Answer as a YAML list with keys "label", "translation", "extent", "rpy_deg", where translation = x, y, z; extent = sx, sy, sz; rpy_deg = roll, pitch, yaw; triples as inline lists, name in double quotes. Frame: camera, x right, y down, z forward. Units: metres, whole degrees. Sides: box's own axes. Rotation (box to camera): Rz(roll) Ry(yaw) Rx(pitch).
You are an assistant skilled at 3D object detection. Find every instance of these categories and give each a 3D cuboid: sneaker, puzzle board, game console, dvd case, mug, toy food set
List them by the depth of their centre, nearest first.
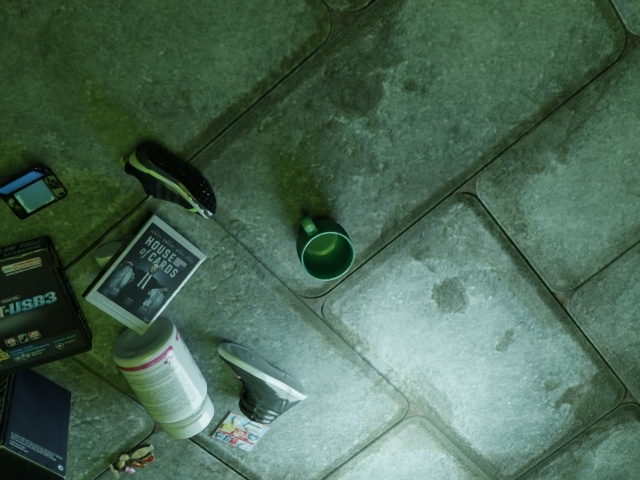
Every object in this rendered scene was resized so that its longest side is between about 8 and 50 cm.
- label: "game console"
  translation: [-0.614, -0.097, 1.587]
  extent: [0.122, 0.071, 0.107]
  rpy_deg: [-27, 121, 2]
- label: "sneaker"
  translation: [-0.332, -0.124, 1.655]
  extent: [0.097, 0.084, 0.235]
  rpy_deg: [-30, 123, 31]
- label: "dvd case"
  translation: [-0.393, 0.077, 1.703]
  extent: [0.238, 0.030, 0.179]
  rpy_deg: [-52, 129, -6]
- label: "mug"
  translation: [0.008, 0.003, 1.782]
  extent: [0.130, 0.097, 0.157]
  rpy_deg: [-2, 118, -12]
- label: "sneaker"
  translation: [-0.180, 0.378, 1.934]
  extent: [0.147, 0.104, 0.296]
  rpy_deg: [-47, 123, 7]
- label: "toy food set"
  translation: [-0.500, 0.591, 2.024]
  extent: [0.122, 0.019, 0.077]
  rpy_deg: [-20, 122, -11]
- label: "puzzle board"
  translation: [-0.218, 0.525, 2.061]
  extent: [0.128, 0.011, 0.096]
  rpy_deg: [30, 108, -27]

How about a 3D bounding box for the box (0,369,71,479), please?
- label: "box"
  translation: [-0.742, 0.498, 1.751]
  extent: [0.296, 0.294, 0.183]
  rpy_deg: [-43, 122, 11]

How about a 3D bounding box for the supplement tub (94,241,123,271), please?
- label: "supplement tub"
  translation: [-0.461, 0.064, 1.714]
  extent: [0.071, 0.071, 0.107]
  rpy_deg: [-20, 122, -3]

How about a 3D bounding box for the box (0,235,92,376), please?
- label: "box"
  translation: [-0.707, 0.161, 1.708]
  extent: [0.296, 0.073, 0.293]
  rpy_deg: [-15, 122, -6]

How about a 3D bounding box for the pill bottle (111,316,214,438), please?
- label: "pill bottle"
  translation: [-0.374, 0.338, 1.834]
  extent: [0.161, 0.160, 0.283]
  rpy_deg: [-22, 121, -1]
